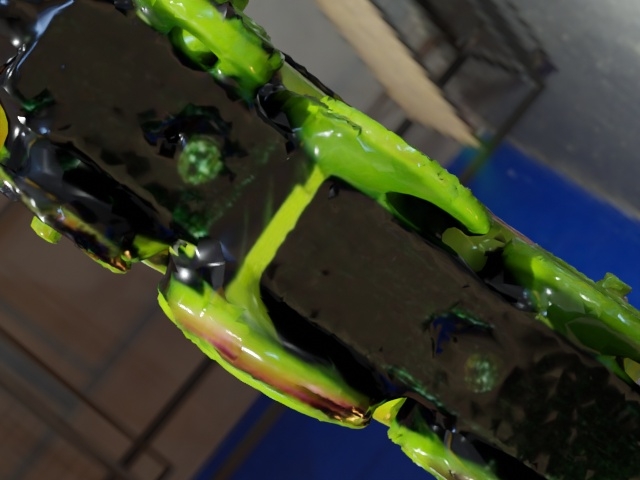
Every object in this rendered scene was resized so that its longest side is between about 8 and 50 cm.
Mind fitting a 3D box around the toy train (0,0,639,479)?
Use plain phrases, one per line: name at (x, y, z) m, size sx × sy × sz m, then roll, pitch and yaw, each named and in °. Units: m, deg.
toy train at (0.000, 0.000, 0.563) m, size 0.296 × 0.100 × 0.160 m, roll 36°, pitch -178°, yaw -18°
